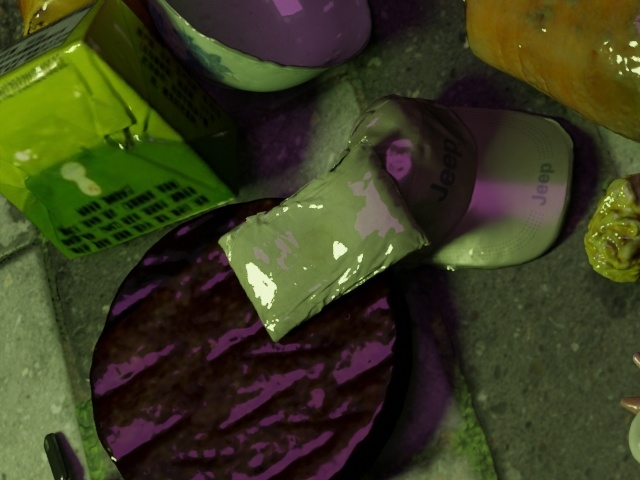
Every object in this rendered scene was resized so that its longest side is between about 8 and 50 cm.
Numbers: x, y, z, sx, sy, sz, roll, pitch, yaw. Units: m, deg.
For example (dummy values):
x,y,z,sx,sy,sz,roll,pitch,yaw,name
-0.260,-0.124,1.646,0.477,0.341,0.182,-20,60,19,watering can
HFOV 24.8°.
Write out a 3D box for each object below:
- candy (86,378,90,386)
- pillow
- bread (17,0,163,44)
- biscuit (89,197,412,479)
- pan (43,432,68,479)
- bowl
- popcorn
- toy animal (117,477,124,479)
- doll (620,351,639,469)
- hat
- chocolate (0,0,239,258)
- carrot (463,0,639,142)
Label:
x,y,z,sx,sy,sz,roll,pitch,yaw,name
-0.280,0.205,1.873,0.030,0.020,0.083,-40,59,7,candy
0.000,0.000,1.664,0.229,0.050,0.148,-34,77,22,pillow
-0.296,-0.288,1.898,0.195,0.270,0.143,-4,55,-6,bread
-0.081,0.147,1.738,0.407,0.091,0.407,-9,65,19,biscuit
-0.311,0.333,1.826,0.136,0.028,0.235,-60,37,31,pan
-0.106,-0.279,1.832,0.313,0.313,0.146,61,138,28,bowl
0.343,-0.009,1.563,0.106,0.116,0.121,35,92,14,popcorn
-0.219,0.357,1.764,0.085,0.071,0.124,9,67,7,toy animal
0.413,0.170,1.479,0.262,0.093,0.211,-48,53,10,doll
0.155,-0.083,1.679,0.244,0.149,0.214,-5,72,37,hat
-0.287,-0.140,1.814,0.301,0.289,0.137,-19,41,33,chocolate
0.331,-0.230,1.579,0.340,0.224,0.224,25,87,35,carrot
